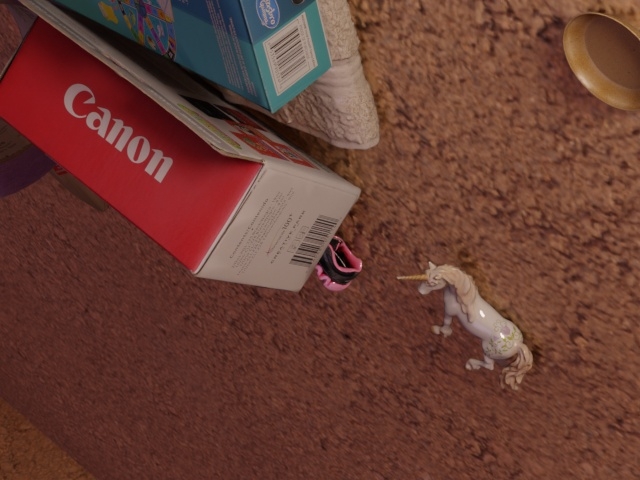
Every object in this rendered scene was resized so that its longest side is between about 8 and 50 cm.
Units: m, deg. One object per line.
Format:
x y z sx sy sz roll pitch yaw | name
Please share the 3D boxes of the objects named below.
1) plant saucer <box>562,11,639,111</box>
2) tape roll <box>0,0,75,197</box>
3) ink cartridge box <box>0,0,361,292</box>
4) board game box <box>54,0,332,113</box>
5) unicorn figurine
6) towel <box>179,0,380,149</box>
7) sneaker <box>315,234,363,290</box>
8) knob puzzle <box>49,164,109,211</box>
0.209 -0.130 1.013 0.083 0.015 0.083 38 154 22 | plant saucer
-0.389 -0.187 1.611 0.090 0.275 0.274 26 147 42 | tape roll
-0.160 -0.094 1.384 0.309 0.130 0.272 37 -170 26 | ink cartridge box
-0.153 -0.281 1.211 0.336 0.079 0.253 30 149 37 | board game box
0.143 0.074 1.385 0.162 0.060 0.111 30 154 1 | unicorn figurine
-0.067 -0.200 1.332 0.282 0.049 0.187 27 149 39 | towel
0.000 0.000 1.525 0.119 0.047 0.057 45 150 -9 | sneaker
-0.338 -0.124 1.918 0.213 0.030 0.213 37 153 23 | knob puzzle
